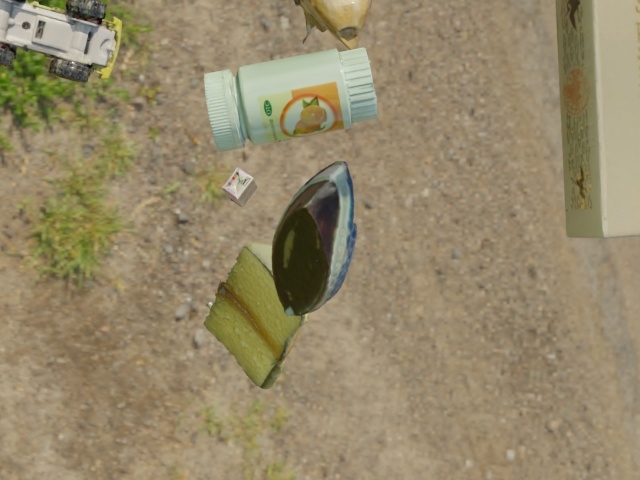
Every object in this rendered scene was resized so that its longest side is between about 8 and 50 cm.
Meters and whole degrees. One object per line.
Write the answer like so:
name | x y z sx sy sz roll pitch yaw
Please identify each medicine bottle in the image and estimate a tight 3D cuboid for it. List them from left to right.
medicine bottle | -0.054 -0.274 1.957 0.158 0.318 0.158 -11 90 -89

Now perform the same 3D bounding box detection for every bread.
bread | -0.084 0.124 1.731 0.142 0.266 0.178 -15 63 -28

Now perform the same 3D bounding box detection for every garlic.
garlic | 0.001 -0.530 2.275 0.151 0.338 0.196 -3 104 -21

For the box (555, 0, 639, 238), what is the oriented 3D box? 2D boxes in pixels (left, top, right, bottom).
box | 0.341 -0.111 0.745 0.365 0.051 0.205 -4 91 -21

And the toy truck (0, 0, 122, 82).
toy truck | -0.443 -0.322 1.530 0.286 0.111 0.136 12 99 -28

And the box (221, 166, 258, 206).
box | -0.141 -0.092 1.780 0.050 0.036 0.117 -52 177 -5

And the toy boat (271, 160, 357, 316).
toy boat | 0.000 0.000 1.449 0.115 0.114 0.262 -43 155 -40
